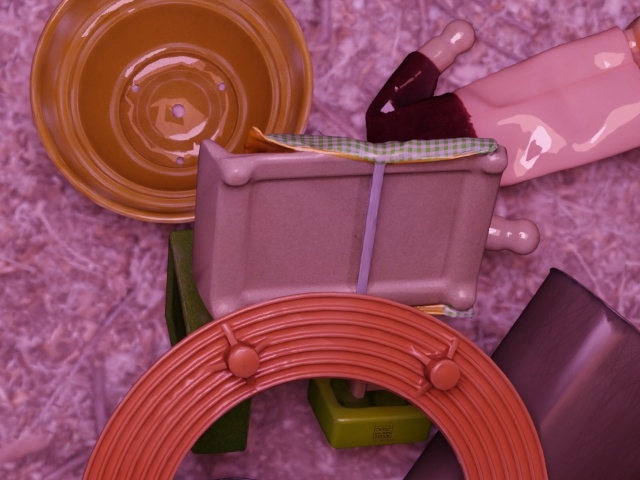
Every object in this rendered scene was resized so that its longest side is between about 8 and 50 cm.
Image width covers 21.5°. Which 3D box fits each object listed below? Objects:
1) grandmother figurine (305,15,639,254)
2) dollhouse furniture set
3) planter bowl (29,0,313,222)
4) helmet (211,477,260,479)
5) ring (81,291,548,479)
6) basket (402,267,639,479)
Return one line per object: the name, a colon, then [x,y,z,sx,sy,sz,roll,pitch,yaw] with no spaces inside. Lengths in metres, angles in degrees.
grandmother figurine: [0.118,-0.074,1.339,0.342,0.104,0.207,-16,55,-3]
dollhouse furniture set: [0.000,0.000,1.207,0.198,0.301,0.151,-3,46,-11]
planter bowl: [-0.114,-0.112,1.328,0.217,0.090,0.217,0,79,-1]
helmet: [-0.058,0.259,1.243,0.162,0.169,0.169,-17,83,2]
ring: [0.001,0.201,1.148,0.337,0.032,0.336,-2,101,-12]
basket: [0.164,0.162,1.269,0.227,0.204,0.154,-48,48,-2]
